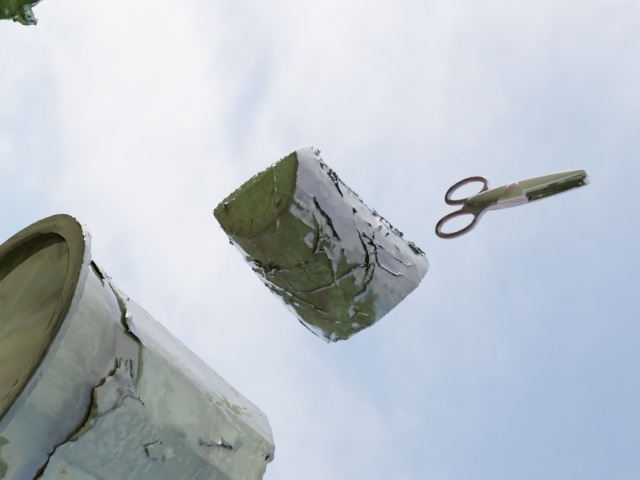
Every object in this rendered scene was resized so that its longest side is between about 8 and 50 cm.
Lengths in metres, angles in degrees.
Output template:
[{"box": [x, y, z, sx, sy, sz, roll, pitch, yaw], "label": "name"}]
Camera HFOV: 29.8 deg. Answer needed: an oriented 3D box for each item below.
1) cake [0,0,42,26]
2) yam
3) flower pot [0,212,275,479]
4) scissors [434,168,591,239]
[{"box": [-0.266, -0.274, 0.867, 0.099, 0.100, 0.235, -33, 116, -86], "label": "cake"}, {"box": [-0.002, 0.003, 1.706, 0.202, 0.271, 0.201, -38, -168, 12], "label": "yam"}, {"box": [-0.142, 0.120, 0.761, 0.212, 0.202, 0.212, -40, -152, 26], "label": "flower pot"}, {"box": [0.194, -0.047, 1.225, 0.176, 0.022, 0.085, -14, -139, 38], "label": "scissors"}]
